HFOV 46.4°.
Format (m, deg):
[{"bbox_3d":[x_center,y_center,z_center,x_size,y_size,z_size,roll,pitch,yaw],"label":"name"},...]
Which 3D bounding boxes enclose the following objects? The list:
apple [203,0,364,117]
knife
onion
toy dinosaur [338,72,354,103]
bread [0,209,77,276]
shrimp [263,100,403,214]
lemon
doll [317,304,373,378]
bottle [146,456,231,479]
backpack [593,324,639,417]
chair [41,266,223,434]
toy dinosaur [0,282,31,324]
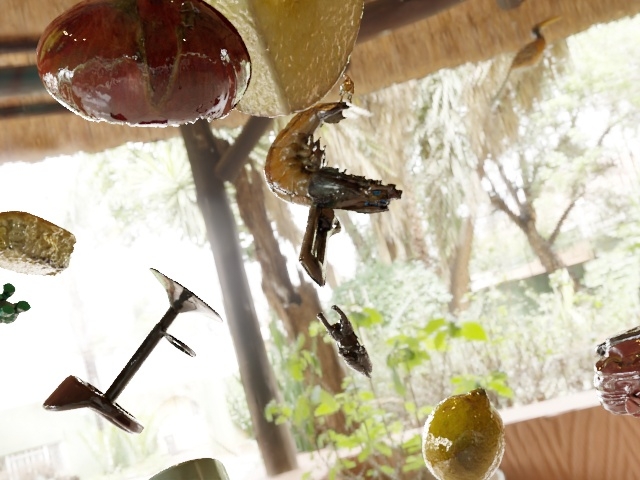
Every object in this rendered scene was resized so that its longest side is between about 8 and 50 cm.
[{"bbox_3d":[-0.077,-0.369,1.127,0.252,0.314,0.309,-50,6,49],"label":"apple"},{"bbox_3d":[0.004,-0.005,1.393,0.043,0.089,0.365,-48,10,17],"label":"knife"},{"bbox_3d":[-0.204,-0.220,0.882,0.248,0.161,0.248,4,11,-1],"label":"onion"},{"bbox_3d":[0.049,-0.279,1.374,0.026,0.041,0.113,11,24,-11],"label":"toy dinosaur"},{"bbox_3d":[-0.674,0.009,1.698,0.174,0.121,0.245,-2,-13,16],"label":"bread"},{"bbox_3d":[0.035,-0.157,1.419,0.290,0.222,0.054,17,-10,22],"label":"shrimp"},{"bbox_3d":[0.328,0.456,1.709,0.188,0.256,0.188,14,11,-3],"label":"lemon"},{"bbox_3d":[0.065,0.223,1.548,0.057,0.139,0.165,-33,-36,-1],"label":"doll"},{"bbox_3d":[-0.219,0.626,1.477,0.229,0.351,0.229,-21,-35,-16],"label":"bottle"},{"bbox_3d":[0.514,0.193,1.129,0.229,0.138,0.229,-22,-7,-3],"label":"backpack"},{"bbox_3d":[-0.434,0.283,1.747,0.401,0.227,0.226,-53,2,-16],"label":"chair"},{"bbox_3d":[-0.520,0.120,1.198,0.096,0.059,0.132,-41,-4,17],"label":"toy dinosaur"}]
